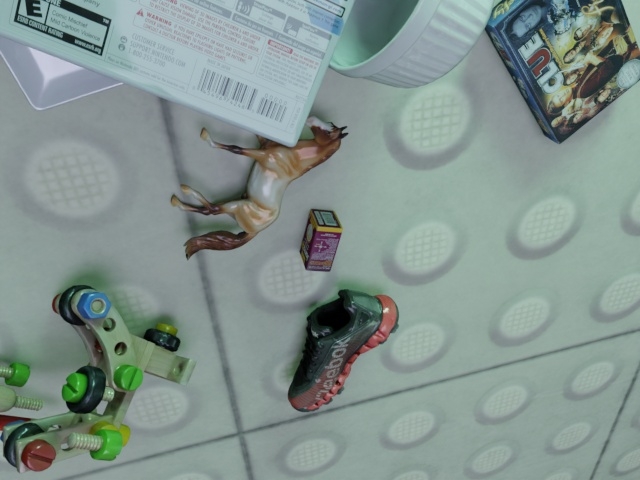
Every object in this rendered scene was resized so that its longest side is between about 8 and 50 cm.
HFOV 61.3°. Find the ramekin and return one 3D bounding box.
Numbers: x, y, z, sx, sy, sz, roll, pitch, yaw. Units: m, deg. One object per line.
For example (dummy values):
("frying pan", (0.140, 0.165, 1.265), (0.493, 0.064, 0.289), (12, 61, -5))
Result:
("ramekin", (0.095, -0.270, 0.600), (0.109, 0.207, 0.207), (12, 120, -34))

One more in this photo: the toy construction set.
("toy construction set", (-0.338, 0.232, 0.819), (0.309, 0.257, 0.237), (-26, 144, 27))

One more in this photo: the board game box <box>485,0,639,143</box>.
("board game box", (0.356, -0.276, 0.777), (0.165, 0.042, 0.243), (-41, 126, 12))

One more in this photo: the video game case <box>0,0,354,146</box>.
("video game case", (-0.122, -0.289, 0.539), (0.329, 0.036, 0.299), (19, 108, -16))

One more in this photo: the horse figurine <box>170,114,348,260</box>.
("horse figurine", (-0.099, -0.081, 0.752), (0.175, 0.066, 0.263), (20, 113, -22))

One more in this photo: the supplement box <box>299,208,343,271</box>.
("supplement box", (0.000, 0.000, 0.846), (0.043, 0.055, 0.083), (4, 122, -19))

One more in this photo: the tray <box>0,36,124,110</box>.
("tray", (-0.300, -0.282, 0.567), (0.145, 0.030, 0.270), (-19, 128, -4))

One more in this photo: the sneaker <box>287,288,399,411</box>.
("sneaker", (0.010, 0.190, 0.956), (0.135, 0.097, 0.276), (28, 110, -32))
